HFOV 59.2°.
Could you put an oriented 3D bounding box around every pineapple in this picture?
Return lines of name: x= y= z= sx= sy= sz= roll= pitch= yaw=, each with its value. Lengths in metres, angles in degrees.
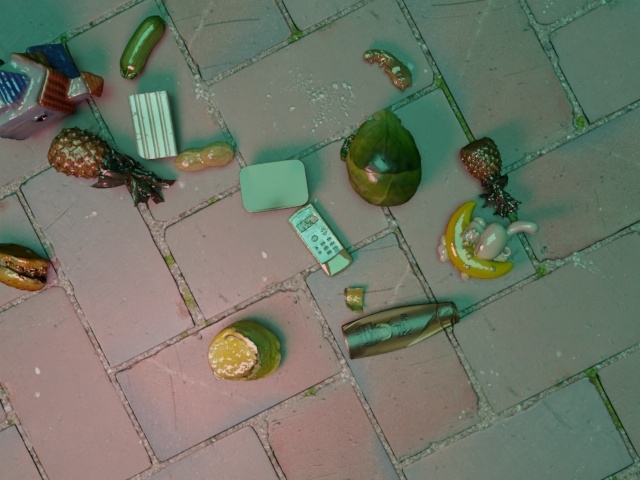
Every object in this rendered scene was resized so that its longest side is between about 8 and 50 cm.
pineapple: x=-0.620 y=-0.212 z=1.685 sx=0.365 sy=0.165 sz=0.165 roll=25 pitch=90 yaw=0
pineapple: x=0.514 y=-0.183 z=1.697 sx=0.125 sy=0.125 sz=0.251 roll=-31 pitch=100 yaw=1

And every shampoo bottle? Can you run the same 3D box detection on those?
shampoo bottle: x=0.243 y=0.263 z=1.705 sx=0.350 sy=0.084 sz=0.125 roll=-15 pitch=88 yaw=0

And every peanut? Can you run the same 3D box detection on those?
peanut: x=-0.355 y=-0.254 z=1.717 sx=0.187 sy=0.082 sz=0.082 roll=-12 pitch=90 yaw=0

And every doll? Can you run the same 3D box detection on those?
doll: x=0.486 y=0.006 z=1.687 sx=0.237 sy=0.111 sz=0.252 roll=31 pitch=99 yaw=12

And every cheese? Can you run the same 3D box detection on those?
cheese: x=0.104 y=0.188 z=1.728 sx=0.060 sy=0.041 sz=0.084 roll=-1 pitch=74 yaw=-6

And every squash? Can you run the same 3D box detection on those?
squash: x=-0.550 y=-0.594 z=1.728 sx=0.077 sy=0.068 sz=0.219 roll=29 pitch=91 yaw=-4

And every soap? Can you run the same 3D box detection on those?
soap: x=-0.505 y=-0.348 z=1.709 sx=0.119 sy=0.066 sz=0.198 roll=-8 pitch=98 yaw=-6

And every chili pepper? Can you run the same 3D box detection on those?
chili pepper: x=0.083 y=-0.284 z=1.738 sx=0.030 sy=0.034 sz=0.091 roll=21 pitch=89 yaw=-32

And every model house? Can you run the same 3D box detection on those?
model house: x=-0.817 y=-0.465 z=1.621 sx=0.329 sy=0.295 sz=0.251 roll=-21 pitch=94 yaw=4

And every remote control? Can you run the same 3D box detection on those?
remote control: x=0.000 y=0.000 z=1.732 sx=0.098 sy=0.038 sz=0.233 roll=-36 pitch=88 yaw=0

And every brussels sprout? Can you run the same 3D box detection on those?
brussels sprout: x=0.184 y=-0.238 z=1.653 sx=0.220 sy=0.210 sz=0.271 roll=-1 pitch=75 yaw=-4

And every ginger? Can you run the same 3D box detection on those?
ginger: x=0.213 y=-0.533 z=1.726 sx=0.173 sy=0.051 sz=0.069 roll=39 pitch=85 yaw=6

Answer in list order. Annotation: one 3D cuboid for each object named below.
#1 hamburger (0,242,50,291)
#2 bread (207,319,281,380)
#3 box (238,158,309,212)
hamburger: x=-0.914 y=0.082 z=1.690 sx=0.186 sy=0.177 sz=0.113 roll=16 pitch=98 yaw=-26
bread: x=-0.227 y=0.335 z=1.672 sx=0.197 sy=0.170 sz=0.197 roll=0 pitch=90 yaw=14
box: x=-0.138 y=-0.162 z=1.708 sx=0.201 sy=0.090 sz=0.144 roll=-9 pitch=90 yaw=1
